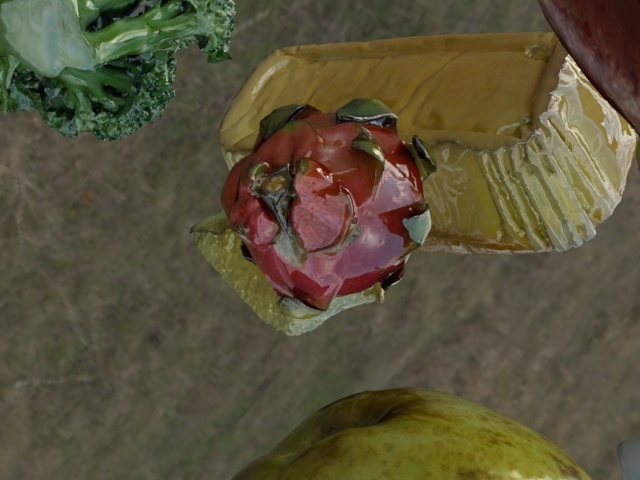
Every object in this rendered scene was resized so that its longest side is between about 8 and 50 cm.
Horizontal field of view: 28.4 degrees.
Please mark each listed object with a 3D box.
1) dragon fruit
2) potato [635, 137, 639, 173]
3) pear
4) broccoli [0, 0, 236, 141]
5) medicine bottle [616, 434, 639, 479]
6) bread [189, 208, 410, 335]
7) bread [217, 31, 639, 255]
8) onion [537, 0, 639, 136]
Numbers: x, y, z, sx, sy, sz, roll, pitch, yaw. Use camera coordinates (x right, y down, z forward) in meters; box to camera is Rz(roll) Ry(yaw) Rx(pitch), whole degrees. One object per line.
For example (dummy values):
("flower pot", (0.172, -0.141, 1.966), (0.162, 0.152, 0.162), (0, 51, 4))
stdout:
("dragon fruit", (0.006, -0.019, 0.525), (0.116, 0.086, 0.081), (-63, 138, -71))
("potato", (0.315, -0.163, 0.958), (0.173, 0.140, 0.300), (-5, 101, -23))
("pear", (0.054, 0.234, 0.759), (0.304, 0.304, 0.304), (-40, 152, -26))
("broccoli", (-0.215, -0.214, 1.089), (0.241, 0.262, 0.269), (-82, 149, -59))
("medicine bottle", (0.490, 0.206, 1.306), (0.352, 0.110, 0.110), (-21, 160, 14))
("bread", (0.006, 0.007, 1.142), (0.174, 0.252, 0.133), (-32, 105, -25))
("bread", (0.070, -0.071, 0.872), (0.119, 0.288, 0.152), (57, 48, -40))
("onion", (0.191, -0.103, 0.329), (0.276, 0.276, 0.276), (-40, 152, -26))
